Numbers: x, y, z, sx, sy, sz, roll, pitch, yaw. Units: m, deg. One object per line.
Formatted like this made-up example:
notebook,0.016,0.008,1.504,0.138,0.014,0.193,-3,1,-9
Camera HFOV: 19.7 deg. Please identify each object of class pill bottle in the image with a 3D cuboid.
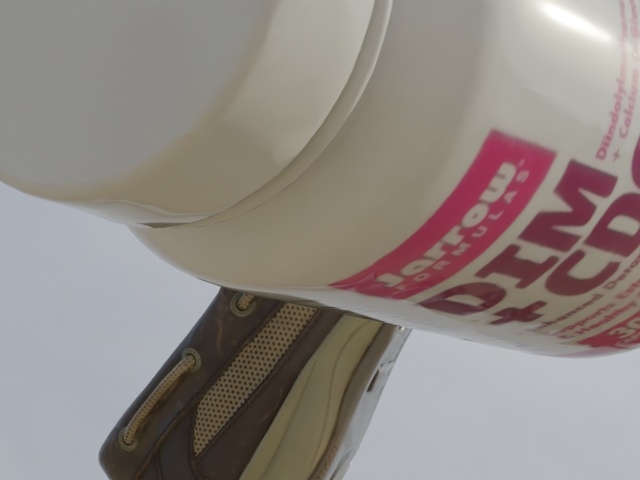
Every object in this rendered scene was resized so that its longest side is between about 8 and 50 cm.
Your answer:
pill bottle,0.023,-0.054,0.592,0.160,0.160,0.283,-21,-21,33

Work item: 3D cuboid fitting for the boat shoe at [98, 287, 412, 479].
boat shoe,0.000,0.000,0.922,0.130,0.355,0.132,29,0,8
